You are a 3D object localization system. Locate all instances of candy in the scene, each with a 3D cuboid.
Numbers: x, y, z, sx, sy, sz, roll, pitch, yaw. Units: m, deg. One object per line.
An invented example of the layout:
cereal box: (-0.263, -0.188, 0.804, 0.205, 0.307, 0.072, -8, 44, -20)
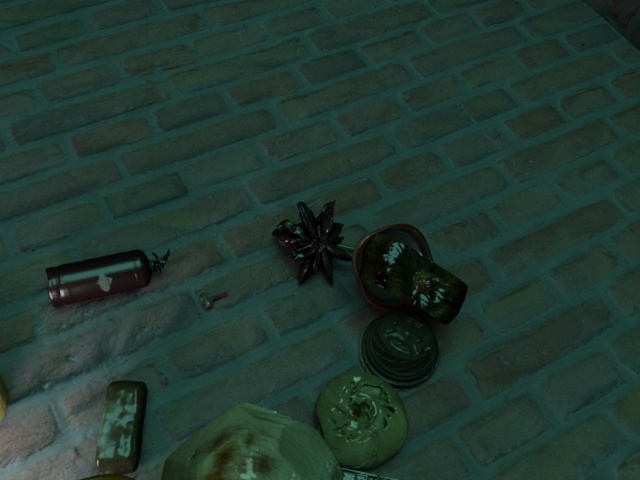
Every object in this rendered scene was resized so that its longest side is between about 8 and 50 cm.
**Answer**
candy: (0.000, -0.001, 2.130, 0.287, 0.078, 0.084, 12, 50, -7)
candy: (-0.498, 0.465, 1.732, 0.104, 0.102, 0.234, 2, 59, -6)

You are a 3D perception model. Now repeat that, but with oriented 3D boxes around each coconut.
coconut: (-0.162, 0.564, 1.538, 0.415, 0.415, 0.345, 13, 97, 2)

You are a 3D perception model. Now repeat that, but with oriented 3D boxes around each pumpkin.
pumpkin: (0.254, 0.108, 1.878, 0.317, 0.222, 0.139, 34, 86, -14)

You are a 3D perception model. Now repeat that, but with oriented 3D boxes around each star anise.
star anise: (-0.010, 0.005, 2.037, 0.212, 0.129, 0.283, -29, 106, -8)

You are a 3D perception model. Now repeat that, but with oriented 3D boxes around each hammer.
hammer: (-0.306, 0.166, 2.002, 0.083, 0.031, 0.052, -16, 62, -29)

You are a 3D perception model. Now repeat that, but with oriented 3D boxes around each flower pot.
flower pot: (0.229, 0.285, 1.920, 0.235, 0.140, 0.235, 3, 58, -6)

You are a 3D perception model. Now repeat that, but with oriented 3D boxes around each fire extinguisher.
fire extinguisher: (-0.591, 0.092, 1.950, 0.337, 0.135, 0.114, -12, 64, -16)

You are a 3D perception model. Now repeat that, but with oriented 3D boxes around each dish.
dish: (0.202, 0.074, 2.038, 0.256, 0.117, 0.256, 0, 92, -14)

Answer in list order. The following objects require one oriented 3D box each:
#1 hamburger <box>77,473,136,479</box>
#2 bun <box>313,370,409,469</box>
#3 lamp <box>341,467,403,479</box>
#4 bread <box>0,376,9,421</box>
hamburger: (-0.494, 0.661, 1.421, 0.396, 0.396, 0.277, -27, 53, -23)
bun: (0.109, 0.452, 1.787, 0.259, 0.152, 0.259, 2, 55, -3)
lamp: (0.172, 0.633, 1.710, 0.325, 0.090, 0.089, 11, 55, 0)
bread: (-0.873, 0.385, 1.697, 0.197, 0.170, 0.197, 2, 56, -3)
